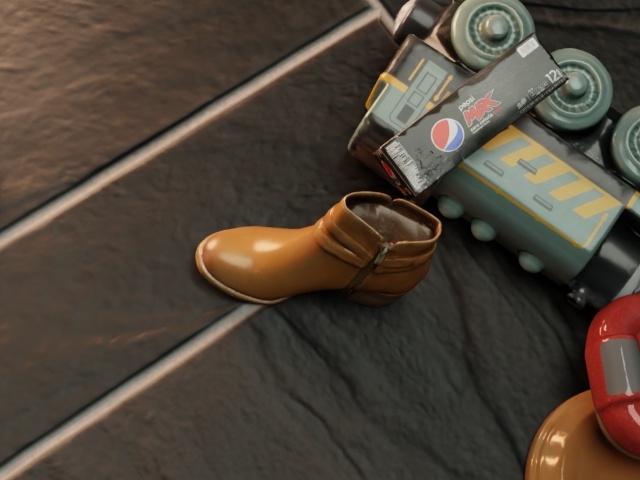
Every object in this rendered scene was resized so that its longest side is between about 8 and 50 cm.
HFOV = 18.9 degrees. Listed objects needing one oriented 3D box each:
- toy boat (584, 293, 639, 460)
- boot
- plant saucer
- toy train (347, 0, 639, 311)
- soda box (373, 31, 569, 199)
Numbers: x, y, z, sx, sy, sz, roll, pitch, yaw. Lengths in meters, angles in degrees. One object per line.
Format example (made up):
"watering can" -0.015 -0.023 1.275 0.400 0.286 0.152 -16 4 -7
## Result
"toy boat" 0.352 0.102 1.654 0.231 0.151 0.151 -2 67 -15
"boot" 0.000 0.000 1.646 0.197 0.152 0.073 5 67 -12
"plant saucer" 0.279 0.219 1.692 0.200 0.037 0.200 5 68 -12
"toy train" 0.185 -0.081 1.745 0.334 0.142 0.190 35 77 0
"soda box" 0.128 -0.106 1.651 0.169 0.060 0.053 -37 90 -5
